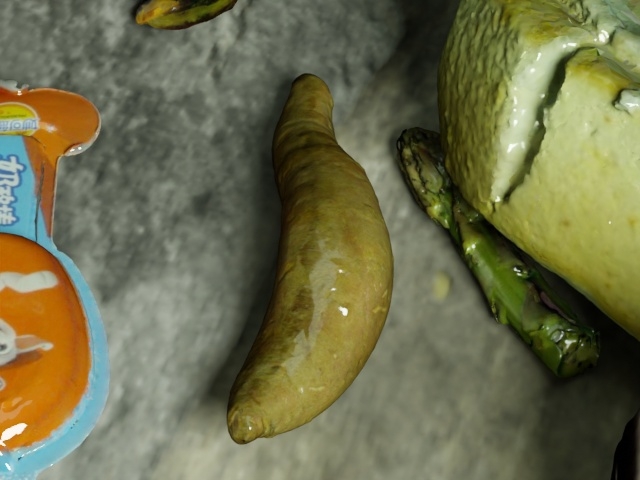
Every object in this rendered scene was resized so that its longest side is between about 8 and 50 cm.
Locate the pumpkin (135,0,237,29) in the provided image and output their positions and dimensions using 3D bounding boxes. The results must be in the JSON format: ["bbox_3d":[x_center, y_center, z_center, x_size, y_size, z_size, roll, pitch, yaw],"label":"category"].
[{"bbox_3d":[-0.124,-0.196,0.902,0.183,0.108,0.119,19,43,11],"label":"pumpkin"}]

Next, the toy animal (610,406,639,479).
[{"bbox_3d":[0.238,0.102,0.584,0.266,0.213,0.212,-25,53,-21],"label":"toy animal"}]

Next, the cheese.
[{"bbox_3d":[-0.146,0.012,0.744,0.106,0.037,0.256,1,47,-6],"label":"cheese"}]

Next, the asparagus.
[{"bbox_3d":[0.078,-0.001,0.778,0.036,0.030,0.165,-22,51,-12],"label":"asparagus"}]

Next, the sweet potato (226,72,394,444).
[{"bbox_3d":[0.002,-0.002,0.753,0.069,0.059,0.249,-24,38,25],"label":"sweet potato"}]

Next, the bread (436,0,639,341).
[{"bbox_3d":[0.166,-0.046,0.748,0.257,0.124,0.186,29,40,16],"label":"bread"}]
